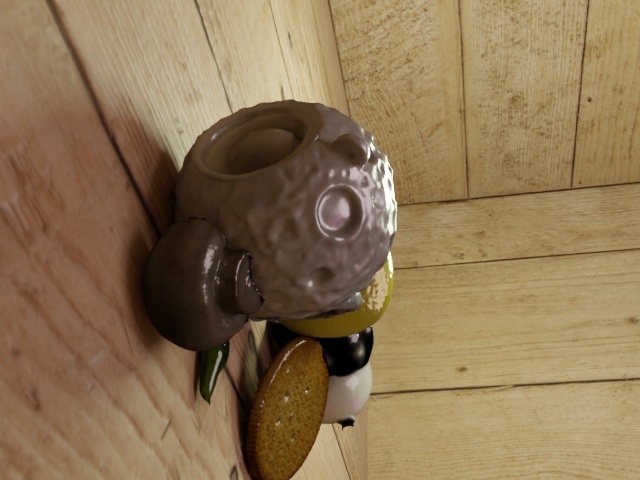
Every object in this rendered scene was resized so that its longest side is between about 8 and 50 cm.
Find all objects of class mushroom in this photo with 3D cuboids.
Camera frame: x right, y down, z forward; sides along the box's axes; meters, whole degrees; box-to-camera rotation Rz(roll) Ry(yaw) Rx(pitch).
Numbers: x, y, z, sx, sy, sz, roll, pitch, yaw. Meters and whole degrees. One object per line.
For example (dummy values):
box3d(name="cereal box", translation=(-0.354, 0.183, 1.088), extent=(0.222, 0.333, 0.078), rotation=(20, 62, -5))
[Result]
box3d(name="mushroom", translation=(-0.166, 0.074, 0.972), extent=(0.117, 0.141, 0.188), rotation=(-54, 141, -42))

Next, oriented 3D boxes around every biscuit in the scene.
box3d(name="biscuit", translation=(-0.064, 0.335, 1.468), extent=(0.305, 0.038, 0.305), rotation=(-33, 128, -56))

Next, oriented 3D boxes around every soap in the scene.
box3d(name="soap", translation=(0.001, -0.002, 1.584), extent=(0.115, 0.306, 0.427), rotation=(131, -45, -59))

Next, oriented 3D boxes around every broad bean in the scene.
box3d(name="broad bean", translation=(-0.167, 0.121, 1.208), extent=(0.060, 0.043, 0.297), rotation=(51, 32, -54))

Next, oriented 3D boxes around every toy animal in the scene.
box3d(name="toy animal", translation=(0.014, 0.270, 1.707), extent=(0.251, 0.251, 0.310), rotation=(-76, 152, -64))

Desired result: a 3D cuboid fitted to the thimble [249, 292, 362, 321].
box3d(name="thimble", translation=(-0.045, 0.066, 1.385), extent=(0.217, 0.245, 0.157), rotation=(-20, -108, 61))

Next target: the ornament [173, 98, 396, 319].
box3d(name="ornament", translation=(-0.049, -0.037, 1.125), extent=(0.337, 0.337, 0.337), rotation=(-5, 90, -81))
